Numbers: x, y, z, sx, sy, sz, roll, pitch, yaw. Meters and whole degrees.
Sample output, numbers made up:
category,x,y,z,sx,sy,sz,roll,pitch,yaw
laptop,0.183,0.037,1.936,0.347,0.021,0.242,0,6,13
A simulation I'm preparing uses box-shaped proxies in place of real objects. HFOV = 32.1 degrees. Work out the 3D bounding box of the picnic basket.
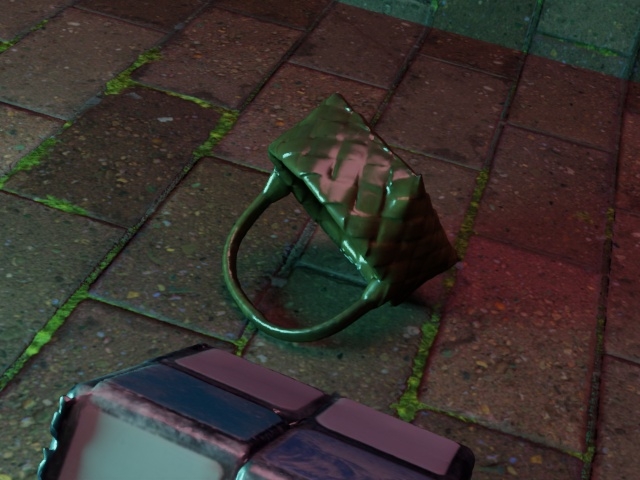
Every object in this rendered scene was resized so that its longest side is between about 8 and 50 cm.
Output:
category,x,y,z,sx,sy,sz,roll,pitch,yaw
picnic basket,0.000,0.000,1.641,0.337,0.337,0.293,-14,47,-35

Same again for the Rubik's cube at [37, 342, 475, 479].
category,x,y,z,sx,sy,sz,roll,pitch,yaw
Rubik's cube,-0.069,0.296,0.982,0.313,0.316,0.318,20,7,13
